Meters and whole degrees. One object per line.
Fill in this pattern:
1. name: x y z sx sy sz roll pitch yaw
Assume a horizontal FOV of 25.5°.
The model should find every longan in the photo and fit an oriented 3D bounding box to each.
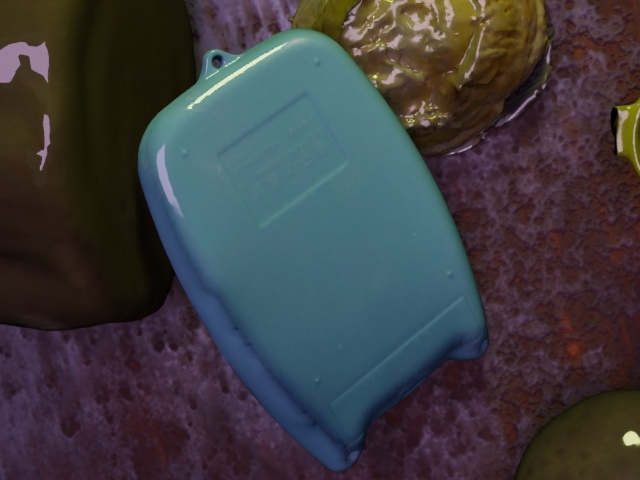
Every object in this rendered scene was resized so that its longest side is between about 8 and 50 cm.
1. longan: 0.266 0.237 1.252 0.196 0.196 0.220 7 104 7

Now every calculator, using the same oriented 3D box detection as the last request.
1. calculator: 0.000 0.000 1.243 0.256 0.054 0.386 -37 107 -21

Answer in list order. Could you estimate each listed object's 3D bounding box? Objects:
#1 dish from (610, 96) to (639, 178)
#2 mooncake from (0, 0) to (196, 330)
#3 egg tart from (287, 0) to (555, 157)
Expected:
1. dish: 0.396 -0.087 1.253 0.262 0.108 0.221 35 98 3
2. mooncake: -0.244 -0.108 1.213 0.200 0.378 0.379 0 94 13
3. egg tart: 0.092 -0.188 1.300 0.252 0.098 0.232 1 97 4
